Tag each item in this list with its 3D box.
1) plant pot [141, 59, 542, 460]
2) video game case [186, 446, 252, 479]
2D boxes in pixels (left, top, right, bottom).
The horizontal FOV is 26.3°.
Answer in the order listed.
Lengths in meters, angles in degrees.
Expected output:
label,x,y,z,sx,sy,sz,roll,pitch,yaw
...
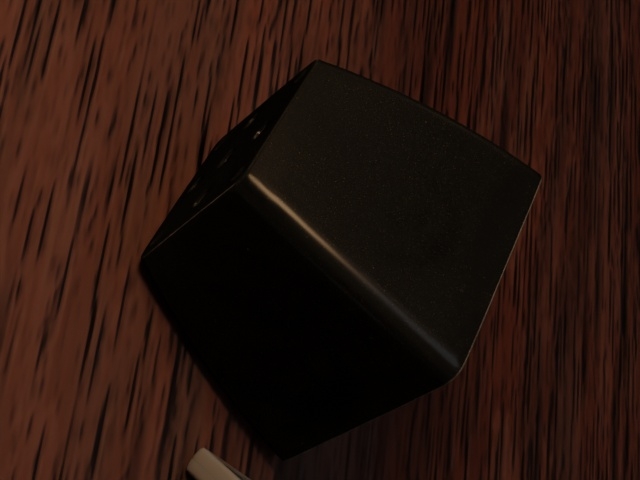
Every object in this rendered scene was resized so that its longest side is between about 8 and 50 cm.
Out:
label,x,y,z,sx,sy,sz,roll,pitch,yaw
plant pot,0.000,0.000,0.886,0.167,0.188,0.187,41,48,-13
video game case,0.021,0.204,0.827,0.173,0.190,0.022,39,83,-31
